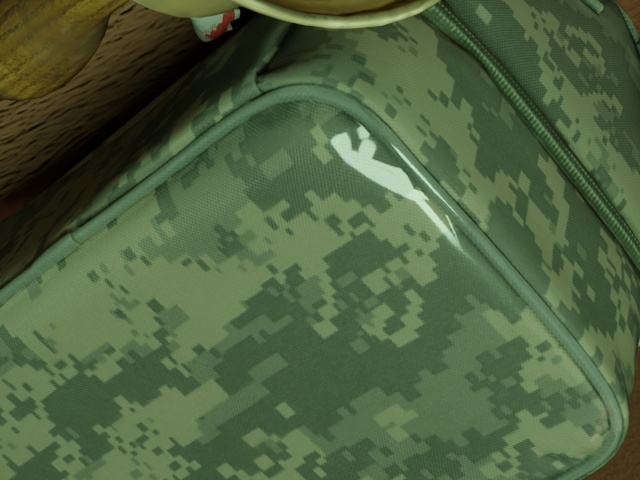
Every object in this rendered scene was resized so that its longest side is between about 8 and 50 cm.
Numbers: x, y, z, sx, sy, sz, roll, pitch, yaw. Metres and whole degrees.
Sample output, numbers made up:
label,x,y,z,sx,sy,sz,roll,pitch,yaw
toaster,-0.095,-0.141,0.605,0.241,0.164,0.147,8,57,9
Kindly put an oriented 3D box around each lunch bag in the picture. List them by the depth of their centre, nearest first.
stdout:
label,x,y,z,sx,sy,sz,roll,pitch,yaw
lunch bag,0.000,0.000,0.691,0.305,0.212,0.256,-35,-160,33

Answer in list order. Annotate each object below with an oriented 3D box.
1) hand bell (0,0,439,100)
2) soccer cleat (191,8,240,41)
label,x,y,z,sx,sy,sz,roll,pitch,yaw
hand bell,-0.063,-0.084,0.475,0.126,0.126,0.242,-21,178,-33
soccer cleat,-0.049,-0.099,0.580,0.035,0.029,0.083,-17,163,-14
